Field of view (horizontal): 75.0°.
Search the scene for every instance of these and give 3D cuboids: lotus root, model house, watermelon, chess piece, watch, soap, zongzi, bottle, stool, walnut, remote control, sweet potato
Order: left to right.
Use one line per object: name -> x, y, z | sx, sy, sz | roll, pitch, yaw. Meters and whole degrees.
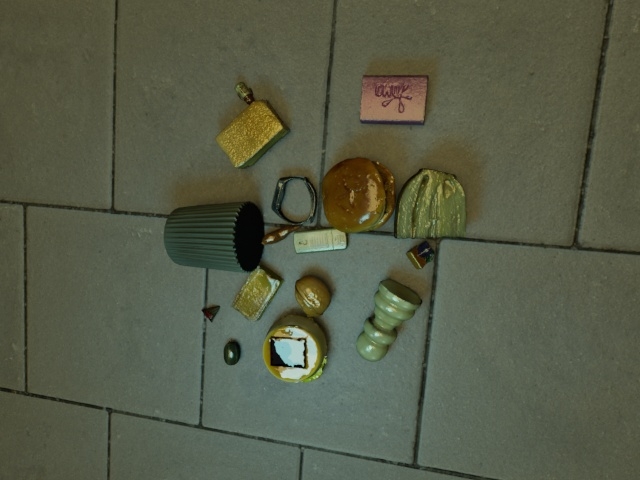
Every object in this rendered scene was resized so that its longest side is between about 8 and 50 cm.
zongzi -> -0.500, 0.341, 1.906 | 0.083, 0.067, 0.074 | -14, 104, 31
stool -> -0.439, -0.015, 1.740 | 0.329, 0.297, 0.298 | 1, 96, 16
watermelon -> -0.399, 0.507, 1.879 | 0.078, 0.078, 0.111 | -1, 93, 12
bottle -> -0.317, -0.621, 1.769 | 0.063, 0.047, 0.101 | -38, 88, 2
soap -> -0.276, 0.234, 1.830 | 0.135, 0.076, 0.233 | 35, 102, 8
sweet potato -> -0.166, -0.030, 1.792 | 0.194, 0.056, 0.057 | -27, 90, 2
watch -> -0.102, -0.173, 1.760 | 0.192, 0.068, 0.207 | 18, 102, 6
walnut -> -0.034, 0.227, 1.748 | 0.144, 0.144, 0.180 | -45, 81, 12
remote control -> 0.000, 0.000, 1.768 | 0.233, 0.038, 0.098 | -6, 94, 13
chess piece -> 0.257, 0.341, 1.694 | 0.182, 0.182, 0.331 | 27, 106, 8
soap -> 0.284, -0.549, 1.634 | 0.259, 0.081, 0.181 | 6, 97, 11
model house -> 0.404, 0.060, 1.658 | 0.100, 0.100, 0.088 | -33, 88, 12
lotus root -> 0.405, -0.143, 1.600 | 0.266, 0.149, 0.261 | -2, 97, -5

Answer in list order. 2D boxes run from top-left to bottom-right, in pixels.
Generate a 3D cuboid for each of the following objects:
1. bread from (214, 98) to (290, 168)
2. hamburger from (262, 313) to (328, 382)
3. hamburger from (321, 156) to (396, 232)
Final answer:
bread -> -0.288, -0.442, 1.750 | 0.274, 0.114, 0.185 | -38, 84, 11
hamburger -> -0.108, 0.458, 1.766 | 0.275, 0.179, 0.295 | -3, 92, 9
hamburger -> 0.135, -0.174, 1.634 | 0.314, 0.170, 0.290 | -14, 84, 41
